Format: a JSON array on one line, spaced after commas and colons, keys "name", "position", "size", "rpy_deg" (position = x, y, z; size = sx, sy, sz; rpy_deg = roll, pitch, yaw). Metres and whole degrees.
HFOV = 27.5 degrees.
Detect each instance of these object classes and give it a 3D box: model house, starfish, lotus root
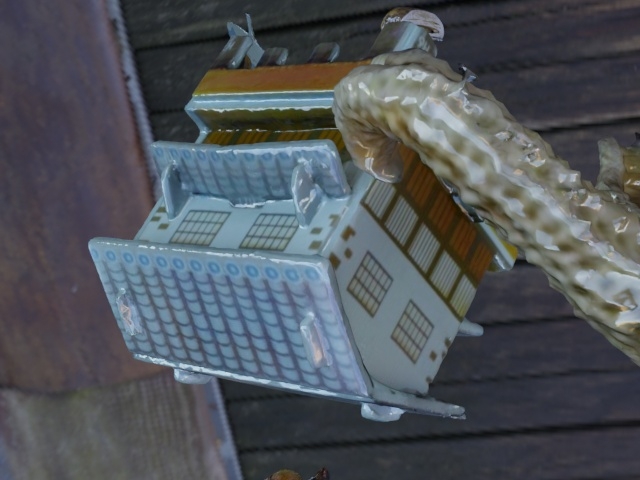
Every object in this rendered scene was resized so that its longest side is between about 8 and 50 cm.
[{"name": "model house", "position": [0.000, 0.000, 0.850], "size": [0.224, 0.215, 0.198], "rpy_deg": [5, 148, 44]}, {"name": "starfish", "position": [0.198, 0.035, 0.589], "size": [0.324, 0.432, 0.082], "rpy_deg": [39, 106, 34]}, {"name": "lotus root", "position": [0.097, -0.230, 1.389], "size": [0.037, 0.083, 0.030], "rpy_deg": [2, 88, 43]}]

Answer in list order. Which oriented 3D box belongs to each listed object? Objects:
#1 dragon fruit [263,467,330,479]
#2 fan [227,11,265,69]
[{"name": "dragon fruit", "position": [-0.014, 0.324, 1.125], "size": [0.250, 0.291, 0.269], "rpy_deg": [29, 104, -8]}, {"name": "fan", "position": [-0.088, -0.254, 1.705], "size": [0.005, 0.175, 0.113], "rpy_deg": [-40, 75, -11]}]
